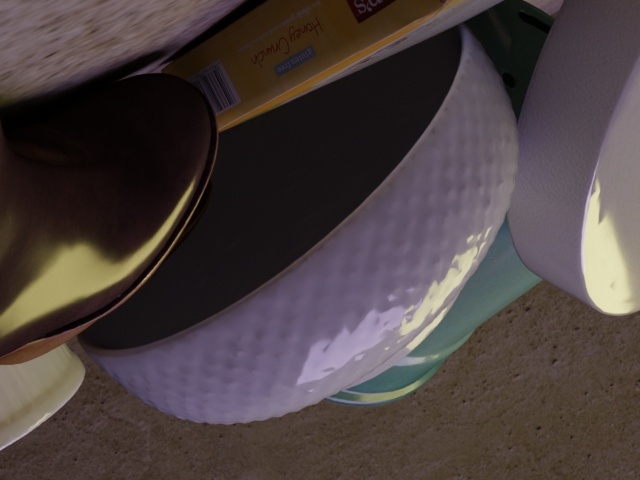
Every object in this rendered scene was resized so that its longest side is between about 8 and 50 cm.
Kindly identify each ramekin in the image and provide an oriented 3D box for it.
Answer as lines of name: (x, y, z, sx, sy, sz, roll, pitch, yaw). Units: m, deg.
ramekin: (-0.442, 0.164, 1.430, 0.277, 0.135, 0.277, -21, -164, 6)

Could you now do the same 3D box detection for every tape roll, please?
tape roll: (0.288, -0.124, 0.902, 0.392, 0.072, 0.392, -34, 142, -32)

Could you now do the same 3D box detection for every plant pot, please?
plant pot: (0.104, -0.050, 1.147, 0.341, 0.341, 0.334, -31, 176, -43)

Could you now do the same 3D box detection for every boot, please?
boot: (-0.119, -0.011, 0.444, 0.248, 0.090, 0.207, -43, 178, -22)

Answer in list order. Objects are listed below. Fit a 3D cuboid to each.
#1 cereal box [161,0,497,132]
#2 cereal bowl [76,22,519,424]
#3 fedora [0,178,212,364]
cereal box: (0.054, -0.133, 0.613, 0.173, 0.047, 0.240, -23, -174, 43)
cereal bowl: (0.000, 0.000, 0.815, 0.339, 0.141, 0.339, -34, -156, 17)
fedora: (-0.162, -0.002, 0.770, 0.194, 0.079, 0.194, -34, -164, 11)
